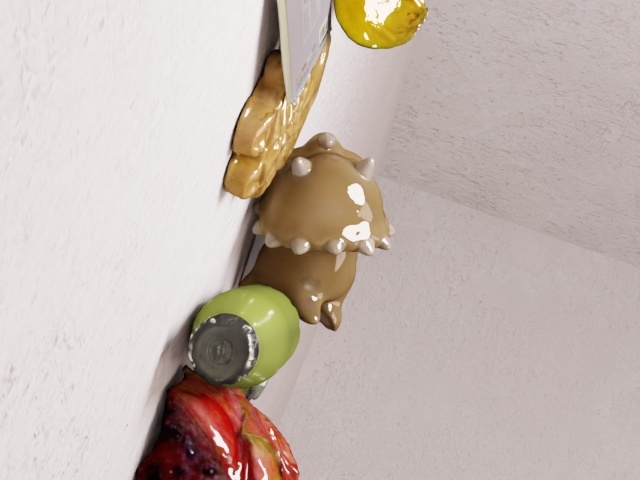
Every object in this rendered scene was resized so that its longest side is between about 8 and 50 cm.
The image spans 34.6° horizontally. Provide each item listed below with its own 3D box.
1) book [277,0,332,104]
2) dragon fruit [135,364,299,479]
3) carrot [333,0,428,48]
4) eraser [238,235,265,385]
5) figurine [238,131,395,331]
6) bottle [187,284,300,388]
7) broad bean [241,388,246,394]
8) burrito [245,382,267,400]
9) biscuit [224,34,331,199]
[{"bbox_3d":[-0.014,-0.236,0.989,0.182,0.014,0.127,87,21,-51],"label":"book"},{"bbox_3d":[-0.061,0.304,1.239,0.329,0.227,0.286,-6,113,-66],"label":"dragon fruit"},{"bbox_3d":[0.069,-0.284,1.200,0.302,0.114,0.114,-84,-168,-74],"label":"carrot"},{"bbox_3d":[-0.062,0.045,1.421,0.076,0.078,0.298,-48,157,-79],"label":"eraser"},{"bbox_3d":[-0.003,-0.005,1.280,0.173,0.177,0.247,-125,-123,-74],"label":"figurine"},{"bbox_3d":[-0.089,0.110,1.152,0.260,0.112,0.112,-8,117,-85],"label":"bottle"},{"bbox_3d":[-0.147,0.278,1.553,0.075,0.067,0.325,-130,-128,-59],"label":"broad bean"},{"bbox_3d":[-0.093,0.152,1.603,0.309,0.066,0.096,104,12,-47],"label":"burrito"},{"bbox_3d":[-0.038,-0.152,1.125,0.289,0.044,0.202,-67,175,-57],"label":"biscuit"}]
